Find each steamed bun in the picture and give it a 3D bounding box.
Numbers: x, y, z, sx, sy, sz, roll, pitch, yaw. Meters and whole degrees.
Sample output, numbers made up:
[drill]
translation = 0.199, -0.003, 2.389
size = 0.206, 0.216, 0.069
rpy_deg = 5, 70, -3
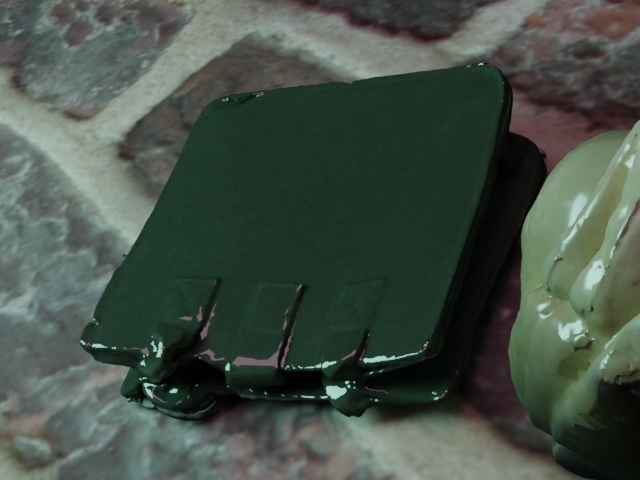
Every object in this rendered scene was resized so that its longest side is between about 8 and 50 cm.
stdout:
[steamed bun]
translation = 0.202, 0.063, 0.585
size = 0.206, 0.275, 0.320
rpy_deg = -50, 7, -5

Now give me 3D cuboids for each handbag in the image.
[handbag]
translation = 0.001, 0.001, 0.896
size = 0.248, 0.079, 0.260
rpy_deg = -2, 46, 28
